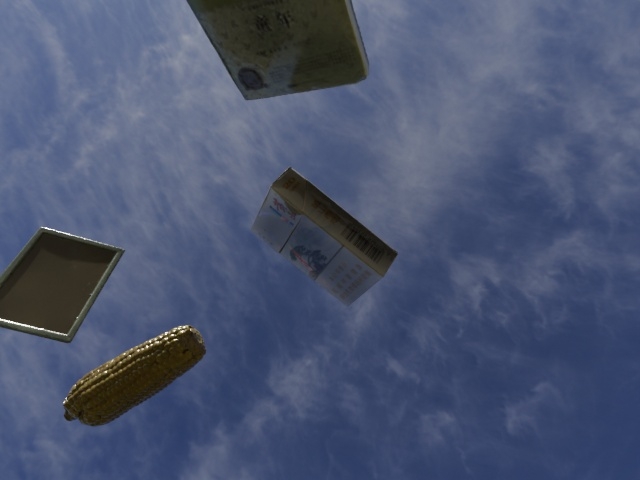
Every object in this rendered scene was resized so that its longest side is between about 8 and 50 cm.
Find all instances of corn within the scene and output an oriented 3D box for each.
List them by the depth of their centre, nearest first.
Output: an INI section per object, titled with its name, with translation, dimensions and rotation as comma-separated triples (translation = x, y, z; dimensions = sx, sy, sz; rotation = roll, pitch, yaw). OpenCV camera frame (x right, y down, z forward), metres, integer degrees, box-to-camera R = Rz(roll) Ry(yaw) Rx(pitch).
[corn]
translation = -0.318, 0.233, 0.710
dimensions = 0.261, 0.097, 0.097
rotation = -31, -88, -1

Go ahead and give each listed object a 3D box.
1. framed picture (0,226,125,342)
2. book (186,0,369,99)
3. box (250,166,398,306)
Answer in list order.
[framed picture]
translation = -0.612, 0.095, 0.954
dimensions = 0.216, 0.275, 0.017
rotation = 17, -44, -6
[book]
translation = -0.084, -0.353, 0.591
dimensions = 0.238, 0.352, 0.035
rotation = -2, -121, 22
[box]
translation = -0.001, -0.001, 0.722
dimensions = 0.233, 0.149, 0.067
rotation = 38, -127, 1
